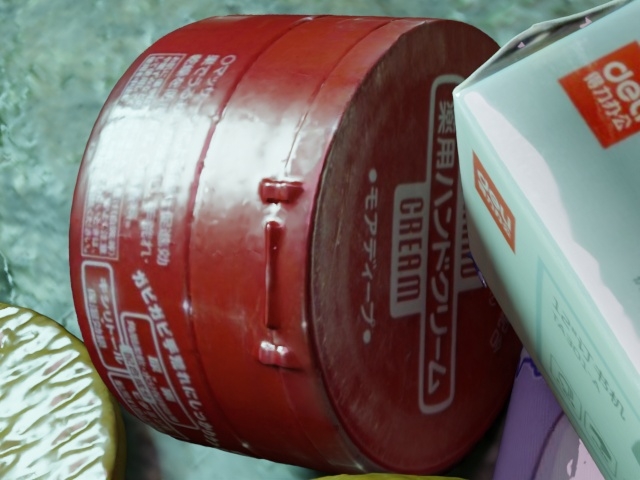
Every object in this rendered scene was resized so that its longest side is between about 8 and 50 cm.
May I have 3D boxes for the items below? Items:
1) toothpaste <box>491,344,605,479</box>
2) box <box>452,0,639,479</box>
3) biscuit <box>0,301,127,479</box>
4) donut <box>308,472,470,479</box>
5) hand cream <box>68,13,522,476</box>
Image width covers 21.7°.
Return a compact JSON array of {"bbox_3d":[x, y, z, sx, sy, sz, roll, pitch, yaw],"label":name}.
[{"bbox_3d":[0.120,0.080,0.651,0.125,0.080,0.371,0,64,26],"label":"toothpaste"},{"bbox_3d":[0.138,0.061,0.545,0.079,0.135,0.269,-27,66,-5],"label":"box"},{"bbox_3d":[-0.205,0.144,0.807,0.262,0.037,0.262,-16,50,20],"label":"biscuit"},{"bbox_3d":[0.009,0.207,0.448,0.317,0.299,0.150,-32,37,16],"label":"donut"},{"bbox_3d":[0.000,0.000,0.691,0.125,0.193,0.193,8,61,33],"label":"hand cream"}]
